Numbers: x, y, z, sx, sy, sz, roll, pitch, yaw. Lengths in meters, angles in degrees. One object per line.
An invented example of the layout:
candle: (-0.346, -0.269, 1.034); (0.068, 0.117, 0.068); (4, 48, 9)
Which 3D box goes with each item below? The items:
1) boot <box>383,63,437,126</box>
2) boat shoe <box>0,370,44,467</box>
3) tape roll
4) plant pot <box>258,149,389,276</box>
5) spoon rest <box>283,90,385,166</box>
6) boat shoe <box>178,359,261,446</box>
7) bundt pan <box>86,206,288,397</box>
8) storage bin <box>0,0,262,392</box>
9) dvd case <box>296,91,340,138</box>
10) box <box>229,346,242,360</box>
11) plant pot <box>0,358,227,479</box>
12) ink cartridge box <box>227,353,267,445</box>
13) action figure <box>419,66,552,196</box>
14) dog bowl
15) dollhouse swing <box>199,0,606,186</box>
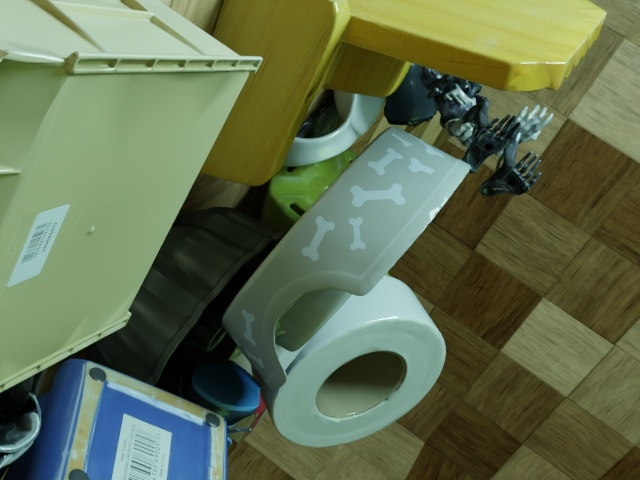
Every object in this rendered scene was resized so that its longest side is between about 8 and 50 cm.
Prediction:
boot: (0.136, -0.274, 1.166); (0.246, 0.094, 0.207); (-46, 140, -68)
boat shoe: (-0.304, 0.160, 0.693); (0.301, 0.102, 0.108); (-61, 169, 31)
tape roll: (0.043, 0.186, 1.171); (0.286, 0.100, 0.286); (-16, 135, -17)
plant pot: (0.000, 0.000, 1.222); (0.276, 0.276, 0.254); (-48, 160, -36)
spoon rest: (0.037, -0.194, 1.164); (0.276, 0.084, 0.137); (-46, 147, -37)
boat shoe: (-0.131, 0.221, 1.011); (0.089, 0.109, 0.258); (-51, 168, -2)
bundt pan: (-0.179, 0.091, 1.010); (0.331, 0.124, 0.331); (-54, 171, -13)
storage bin: (-0.192, -0.038, 0.505); (0.262, 0.123, 0.260); (-58, 169, 21)
dvd case: (-0.021, -0.143, 1.298); (0.164, 0.018, 0.221); (-50, 170, -26)
box: (-0.130, 0.123, 1.395); (0.231, 0.056, 0.183); (-32, 151, -39)
plant pot: (-0.224, 0.274, 0.792); (0.212, 0.236, 0.236); (-49, -155, 25)
ink cartridge box: (-0.165, 0.288, 1.611); (0.100, 0.172, 0.237); (-59, 170, 25)
action figure: (0.225, -0.175, 1.033); (0.141, 0.164, 0.275); (-35, -149, 20)
dog bowl: (0.021, 0.013, 0.904); (0.349, 0.102, 0.349); (-48, 177, -3)
dollhouse swing: (0.086, -0.171, 0.869); (0.347, 0.305, 0.315); (-44, 165, -52)
